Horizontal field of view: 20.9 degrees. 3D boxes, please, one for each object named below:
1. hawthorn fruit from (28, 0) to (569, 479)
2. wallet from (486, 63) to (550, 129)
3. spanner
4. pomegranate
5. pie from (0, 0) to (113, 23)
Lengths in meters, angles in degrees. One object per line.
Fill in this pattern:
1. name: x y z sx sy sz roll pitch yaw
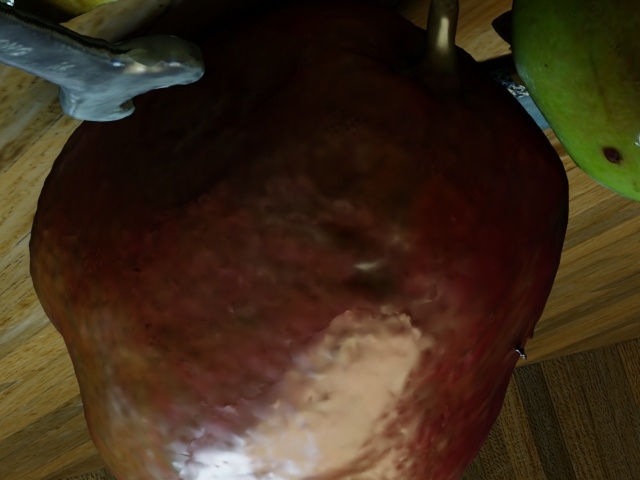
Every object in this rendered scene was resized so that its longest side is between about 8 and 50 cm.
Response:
1. hawthorn fruit: 0.000 0.000 0.732 0.224 0.224 0.261 -8 152 -39
2. wallet: 0.097 -0.077 0.959 0.129 0.026 0.088 -15 166 -5
3. spanner: -0.102 -0.064 0.496 0.054 0.015 0.254 -18 169 18
4. pomegranate: 0.143 -0.087 0.680 0.159 0.159 0.205 -11 -173 -27
5. pie: -0.110 -0.095 0.484 0.187 0.041 0.187 -16 170 -3
